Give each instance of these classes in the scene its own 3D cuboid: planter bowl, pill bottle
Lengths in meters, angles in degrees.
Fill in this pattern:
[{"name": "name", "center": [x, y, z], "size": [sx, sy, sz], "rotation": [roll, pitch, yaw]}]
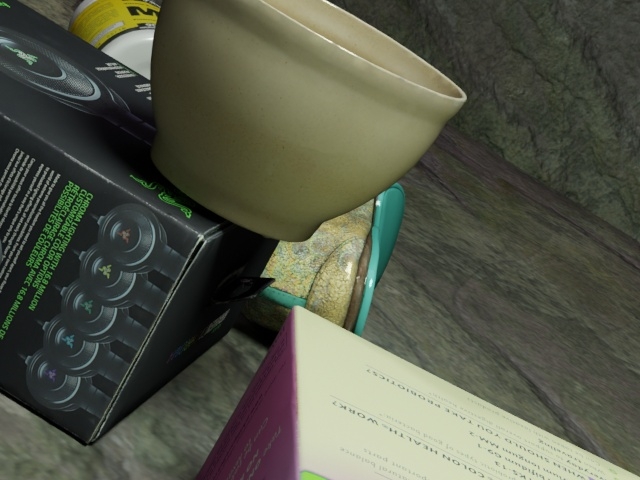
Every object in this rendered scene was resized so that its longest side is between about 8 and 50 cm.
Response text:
[{"name": "planter bowl", "center": [-0.021, -0.068, 0.652], "size": [0.162, 0.109, 0.162], "rotation": [27, 16, -8]}, {"name": "pill bottle", "center": [-0.182, -0.170, 1.218], "size": [0.119, 0.119, 0.208], "rotation": [22, 16, -27]}]

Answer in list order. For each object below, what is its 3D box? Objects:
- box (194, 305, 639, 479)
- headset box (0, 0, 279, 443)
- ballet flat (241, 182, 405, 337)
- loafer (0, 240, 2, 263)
[{"name": "box", "center": [0.056, 0.159, 0.529], "size": [0.214, 0.117, 0.243], "rotation": [27, 13, -10]}, {"name": "headset box", "center": [-0.160, -0.030, 0.739], "size": [0.283, 0.131, 0.246], "rotation": [32, 15, 7]}, {"name": "ballet flat", "center": [0.000, 0.000, 1.014], "size": [0.123, 0.123, 0.348], "rotation": [30, 14, 1]}, {"name": "loafer", "center": [-0.295, -0.017, 0.548], "size": [0.303, 0.109, 0.095], "rotation": [24, 54, -15]}]
